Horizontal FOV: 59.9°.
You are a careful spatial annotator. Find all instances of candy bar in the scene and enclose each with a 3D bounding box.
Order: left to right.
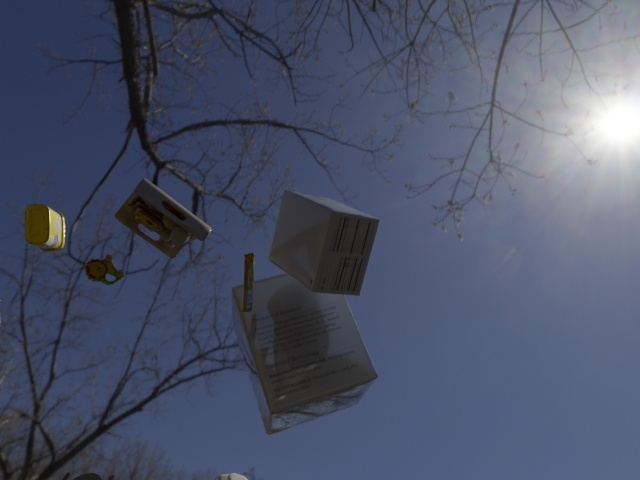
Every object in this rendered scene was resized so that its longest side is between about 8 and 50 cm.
[{"bbox_3d":[-0.192,0.113,1.473,0.018,0.040,0.161,6,-84,29],"label":"candy bar"}]

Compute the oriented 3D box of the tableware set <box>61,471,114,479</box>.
[{"bbox_3d":[-0.531,0.583,1.181,0.128,0.194,0.039,-2,-64,13],"label":"tableware set"}]

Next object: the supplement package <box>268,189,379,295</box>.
[{"bbox_3d":[0.000,0.000,1.435,0.145,0.262,0.203,7,-78,-32],"label":"supplement package"}]

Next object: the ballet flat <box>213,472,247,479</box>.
[{"bbox_3d":[-0.284,0.810,1.773,0.139,0.139,0.400,31,-31,-18],"label":"ballet flat"}]

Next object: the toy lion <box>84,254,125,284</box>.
[{"bbox_3d":[-0.669,0.096,1.709,0.100,0.096,0.034,53,-41,-4],"label":"toy lion"}]

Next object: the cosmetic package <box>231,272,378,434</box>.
[{"bbox_3d":[-0.068,0.340,1.740,0.328,0.393,0.329,-15,-27,-16],"label":"cosmetic package"}]

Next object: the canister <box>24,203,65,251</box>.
[{"bbox_3d":[-0.812,-0.037,1.639,0.074,0.126,0.170,-1,-6,-13],"label":"canister"}]

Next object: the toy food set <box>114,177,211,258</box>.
[{"bbox_3d":[-0.453,-0.043,1.554,0.220,0.092,0.306,39,-28,-18],"label":"toy food set"}]
